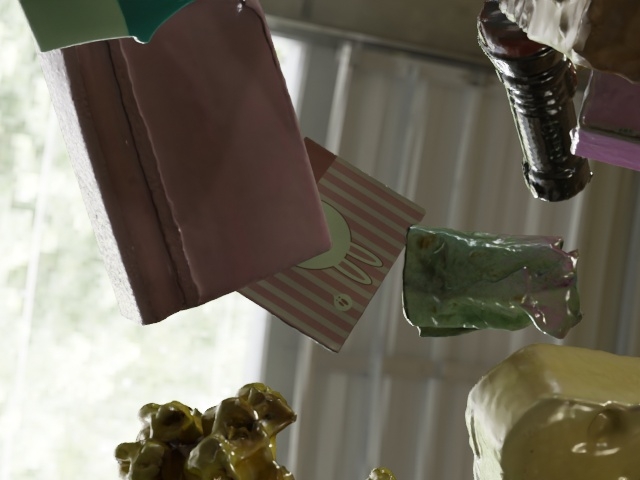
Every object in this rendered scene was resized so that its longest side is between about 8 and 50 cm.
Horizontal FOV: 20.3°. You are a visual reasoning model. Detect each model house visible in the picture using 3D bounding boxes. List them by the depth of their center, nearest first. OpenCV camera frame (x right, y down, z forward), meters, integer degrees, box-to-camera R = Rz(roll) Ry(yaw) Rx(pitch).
[{"bbox_3d":[-0.171,-0.229,1.437,0.127,0.149,0.100,79,7,-63],"label":"model house"}]

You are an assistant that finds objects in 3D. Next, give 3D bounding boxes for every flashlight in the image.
[{"bbox_3d":[0.218,-0.138,1.747,0.093,0.093,0.232,-118,-177,-48],"label":"flashlight"}]

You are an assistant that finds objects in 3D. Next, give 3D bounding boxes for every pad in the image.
[{"bbox_3d":[0.000,0.000,2.362,0.300,0.202,0.005,-55,175,-42],"label":"pad"}]

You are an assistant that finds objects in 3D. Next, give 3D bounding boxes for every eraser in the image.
[{"bbox_3d":[-0.161,-0.114,2.151,0.122,0.272,0.359,17,-55,61],"label":"eraser"}]

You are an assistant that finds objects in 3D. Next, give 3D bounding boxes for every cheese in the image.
[{"bbox_3d":[0.328,0.236,1.693,0.104,0.384,0.384,-113,-140,-54],"label":"cheese"}]

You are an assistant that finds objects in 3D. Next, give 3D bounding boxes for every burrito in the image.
[{"bbox_3d":[0.211,0.050,2.216,0.229,0.089,0.144,0,-96,25],"label":"burrito"}]

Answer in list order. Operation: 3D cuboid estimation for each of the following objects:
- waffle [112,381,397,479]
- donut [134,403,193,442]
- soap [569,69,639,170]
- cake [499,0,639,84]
[{"bbox_3d":[-0.051,0.284,1.602,0.151,0.324,0.261,-7,-122,37],"label":"waffle"},{"bbox_3d":[-0.153,0.201,1.787,0.038,0.067,0.083,-23,-152,40],"label":"donut"},{"bbox_3d":[0.340,-0.127,1.415,0.081,0.259,0.181,84,20,-74],"label":"soap"},{"bbox_3d":[0.246,-0.202,0.947,0.290,0.282,0.255,-104,-149,-72],"label":"cake"}]
